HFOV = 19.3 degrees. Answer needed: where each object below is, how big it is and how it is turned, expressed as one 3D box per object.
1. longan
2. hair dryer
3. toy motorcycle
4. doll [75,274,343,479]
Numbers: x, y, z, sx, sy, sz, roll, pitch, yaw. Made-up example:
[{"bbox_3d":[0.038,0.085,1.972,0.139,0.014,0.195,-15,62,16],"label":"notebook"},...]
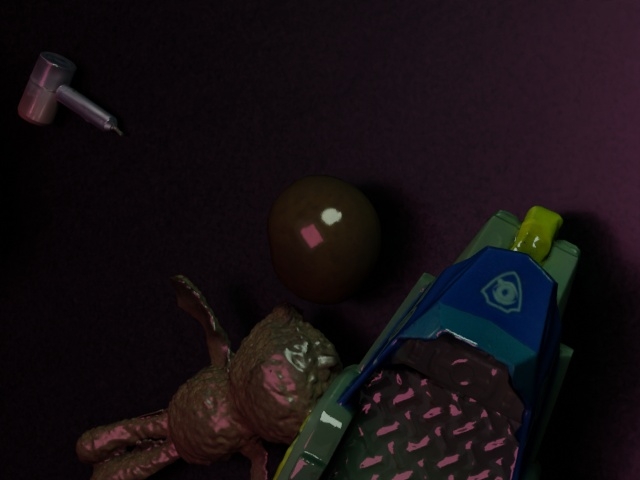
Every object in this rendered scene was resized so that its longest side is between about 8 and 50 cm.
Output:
[{"bbox_3d":[0.000,0.000,1.554,0.113,0.092,0.113,21,123,38],"label":"longan"},{"bbox_3d":[-0.226,-0.121,1.748,0.114,0.037,0.063,33,109,23],"label":"hair dryer"},{"bbox_3d":[0.093,0.126,1.408,0.191,0.200,0.326,27,99,7],"label":"toy motorcycle"},{"bbox_3d":[-0.093,0.160,1.623,0.286,0.091,0.203,-53,52,24],"label":"doll"}]
